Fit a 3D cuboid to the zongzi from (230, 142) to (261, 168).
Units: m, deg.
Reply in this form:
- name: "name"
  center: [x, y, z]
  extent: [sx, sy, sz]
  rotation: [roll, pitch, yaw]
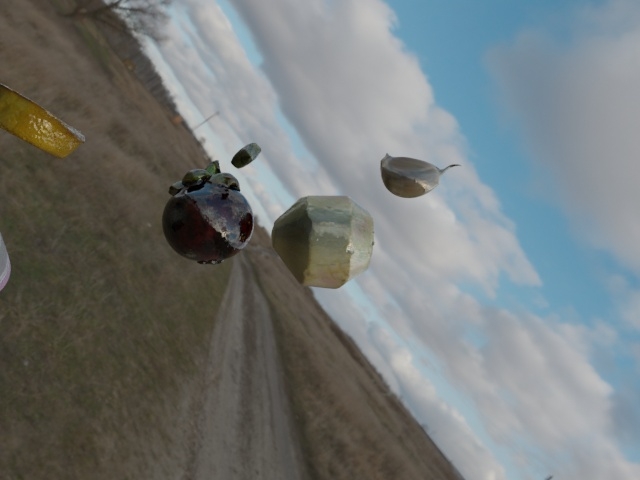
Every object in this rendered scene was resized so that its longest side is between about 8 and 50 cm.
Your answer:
- name: "zongzi"
  center: [-0.235, -0.243, 1.689]
  extent: [0.052, 0.104, 0.113]
  rotation: [45, 24, -19]

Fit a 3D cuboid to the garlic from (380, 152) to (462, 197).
- name: "garlic"
  center: [0.319, -0.207, 1.844]
  extent: [0.267, 0.148, 0.128]
  rotation: [12, 0, 11]

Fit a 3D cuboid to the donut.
- name: "donut"
  center: [-0.812, -0.329, 1.590]
  extent: [0.278, 0.108, 0.277]
  rotation: [29, -4, 2]

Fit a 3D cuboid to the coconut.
- name: "coconut"
  center: [0.000, 0.000, 1.924]
  extent: [0.352, 0.353, 0.352]
  rotation: [52, -4, 6]

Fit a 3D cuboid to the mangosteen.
- name: "mangosteen"
  center: [-0.357, -0.075, 1.786]
  extent: [0.311, 0.311, 0.311]
  rotation: [52, -4, 6]

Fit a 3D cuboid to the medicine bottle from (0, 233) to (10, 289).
- name: "medicine bottle"
  center: [-0.956, 0.037, 1.493]
  extent: [0.202, 0.202, 0.316]
  rotation: [52, -31, 2]
